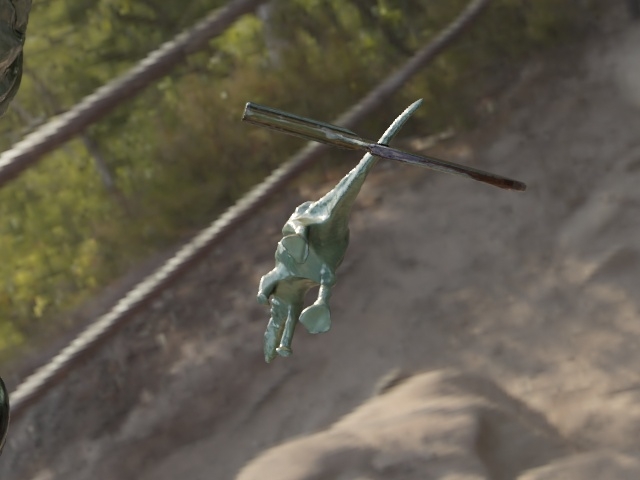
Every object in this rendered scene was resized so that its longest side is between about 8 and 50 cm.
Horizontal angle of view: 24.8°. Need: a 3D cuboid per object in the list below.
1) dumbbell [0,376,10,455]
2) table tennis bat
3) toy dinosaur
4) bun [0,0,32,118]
[{"bbox_3d":[-0.408,0.141,1.356,0.192,0.290,0.192,-9,51,11],"label":"dumbbell"},{"bbox_3d":[0.067,-0.093,1.484,0.301,0.022,0.173,14,5,-7],"label":"table tennis bat"},{"bbox_3d":[0.000,0.000,1.650,0.092,0.392,0.205,22,19,-2],"label":"toy dinosaur"},{"bbox_3d":[-0.407,-0.279,1.537,0.194,0.354,0.354,-7,15,-20],"label":"bun"}]
